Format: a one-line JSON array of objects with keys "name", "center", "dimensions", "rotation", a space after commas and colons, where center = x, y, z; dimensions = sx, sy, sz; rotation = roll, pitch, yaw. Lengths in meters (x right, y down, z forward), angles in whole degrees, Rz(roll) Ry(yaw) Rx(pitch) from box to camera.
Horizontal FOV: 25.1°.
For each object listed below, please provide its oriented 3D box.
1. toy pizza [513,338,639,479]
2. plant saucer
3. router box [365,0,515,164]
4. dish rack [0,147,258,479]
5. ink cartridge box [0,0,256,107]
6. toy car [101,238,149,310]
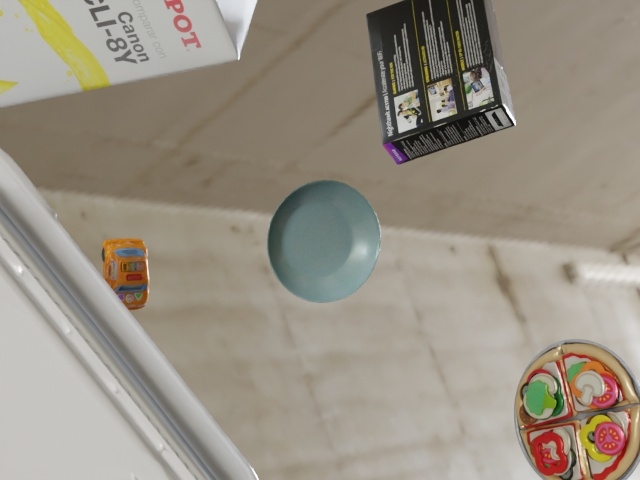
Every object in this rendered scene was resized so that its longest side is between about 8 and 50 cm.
[{"name": "toy pizza", "center": [0.324, 0.227, 1.832], "dimensions": [0.032, 0.201, 0.201], "rotation": [1, -25, -47]}, {"name": "plant saucer", "center": [0.000, 0.000, 2.266], "dimensions": [0.195, 0.195, 0.037], "rotation": [-15, 11, -21]}, {"name": "router box", "center": [0.123, -0.180, 1.497], "dimensions": [0.133, 0.179, 0.046], "rotation": [-17, -34, 19]}, {"name": "dish rack", "center": [-0.226, 0.132, 0.858], "dimensions": [0.285, 0.333, 0.072], "rotation": [-35, 11, 9]}, {"name": "ink cartridge box", "center": [-0.283, -0.289, 1.386], "dimensions": [0.384, 0.160, 0.279], "rotation": [-9, -49, 16]}, {"name": "toy car", "center": [-0.182, 0.016, 1.098], "dimensions": [0.122, 0.060, 0.040], "rotation": [17, -7, -22]}]
